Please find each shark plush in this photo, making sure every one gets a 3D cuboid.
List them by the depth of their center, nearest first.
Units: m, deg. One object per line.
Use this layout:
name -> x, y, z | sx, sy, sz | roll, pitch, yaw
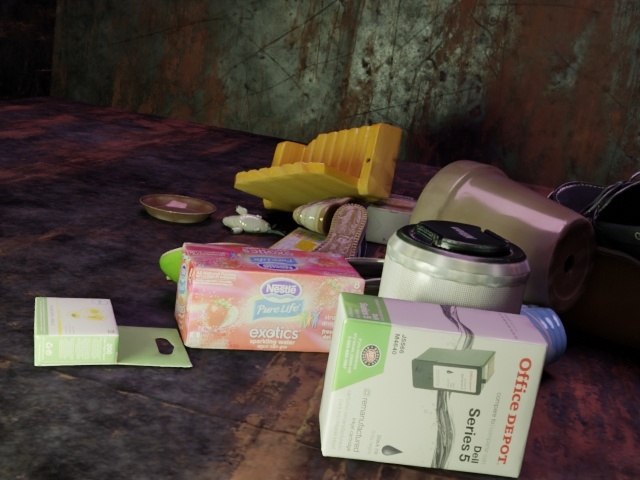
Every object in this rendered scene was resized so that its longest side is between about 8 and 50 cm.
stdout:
shark plush -> -0.168, -0.045, 2.217 | 0.161, 0.073, 0.067 | 1, -15, -12

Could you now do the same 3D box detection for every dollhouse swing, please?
dollhouse swing -> -0.022, -0.234, 2.335 | 0.346, 0.315, 0.305 | -6, -30, 36

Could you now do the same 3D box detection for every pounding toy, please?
pounding toy -> -0.208, 0.084, 1.639 | 0.182, 0.110, 0.237 | -4, -13, -9

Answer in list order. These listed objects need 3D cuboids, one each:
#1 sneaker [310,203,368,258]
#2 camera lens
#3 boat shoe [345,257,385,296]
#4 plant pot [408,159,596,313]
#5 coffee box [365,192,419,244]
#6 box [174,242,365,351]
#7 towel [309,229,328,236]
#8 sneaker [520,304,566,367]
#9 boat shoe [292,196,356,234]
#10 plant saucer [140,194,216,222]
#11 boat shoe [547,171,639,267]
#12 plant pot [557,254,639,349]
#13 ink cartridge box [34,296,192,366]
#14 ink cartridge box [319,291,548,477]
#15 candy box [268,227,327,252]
sneaker -> 0.034, 0.063, 1.866 | 0.099, 0.153, 0.282 | 16, 46, 15
camera lens -> 0.195, 0.118, 1.343 | 0.219, 0.274, 0.219 | 9, 14, -2
boat shoe -> 0.023, 0.072, 1.681 | 0.302, 0.094, 0.109 | 0, 44, -2
plant pot -> 0.373, 0.017, 1.714 | 0.323, 0.323, 0.280 | -5, 16, -45
coffee box -> 0.206, -0.060, 2.406 | 0.141, 0.098, 0.246 | 11, 14, 8
box -> -0.092, 0.100, 1.505 | 0.299, 0.142, 0.154 | 5, 16, -17
towel -> 0.000, 0.000, 2.204 | 0.102, 0.021, 0.237 | 11, 15, 11
sneaker -> 0.304, 0.153, 1.594 | 0.208, 0.127, 0.319 | -8, 32, -44
boat shoe -> 0.020, -0.067, 2.199 | 0.089, 0.105, 0.285 | 12, 3, 18
plant saucer -> -0.372, -0.080, 2.255 | 0.198, 0.036, 0.198 | 8, 14, -2
boat shoe -> 0.609, -0.049, 1.693 | 0.186, 0.156, 0.500 | -26, 24, -9
plant pot -> 0.602, 0.114, 1.781 | 0.254, 0.237, 0.237 | 1, 11, 20
ink cartridge box -> -0.330, 0.144, 1.371 | 0.235, 0.056, 0.171 | 2, 15, -19
ink cartridge box -> 0.147, 0.194, 1.171 | 0.272, 0.198, 0.115 | 7, 14, -4
candy box -> -0.044, 0.019, 2.040 | 0.105, 0.027, 0.206 | 16, 21, 16
